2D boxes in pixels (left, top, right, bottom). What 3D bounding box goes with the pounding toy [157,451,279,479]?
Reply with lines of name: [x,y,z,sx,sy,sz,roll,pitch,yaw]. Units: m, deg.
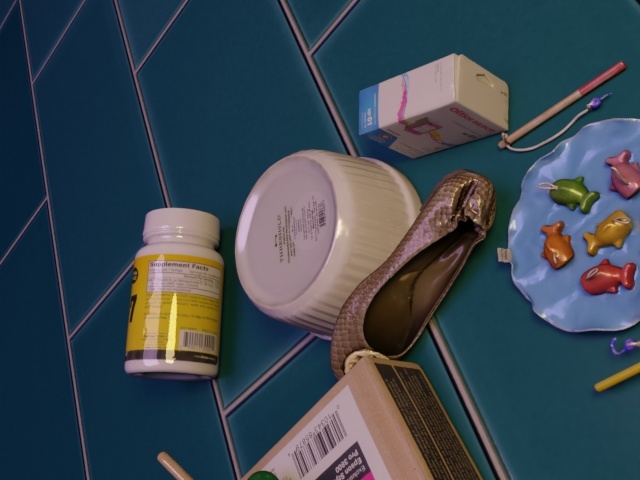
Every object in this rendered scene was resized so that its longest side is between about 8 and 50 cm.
pounding toy: [-0.075,0.263,0.721,0.130,0.100,0.141,-18,66,44]

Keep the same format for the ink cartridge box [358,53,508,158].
ink cartridge box: [0.111,-0.129,0.781,0.123,0.089,0.052,-15,67,45]

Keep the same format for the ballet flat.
ballet flat: [0.089,0.046,0.754,0.249,0.084,0.058,-57,29,15]

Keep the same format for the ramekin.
ramekin: [0.000,0.000,0.849,0.207,0.109,0.207,-18,64,44]

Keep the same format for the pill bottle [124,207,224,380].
pill bottle: [-0.184,0.071,1.022,0.119,0.119,0.208,-15,67,45]

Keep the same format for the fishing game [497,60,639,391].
fishing game: [0.225,-0.016,0.658,0.189,0.041,0.264,-34,52,37]

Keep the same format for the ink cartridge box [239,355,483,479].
ink cartridge box: [0.035,0.256,0.747,0.234,0.088,0.193,-50,46,25]
